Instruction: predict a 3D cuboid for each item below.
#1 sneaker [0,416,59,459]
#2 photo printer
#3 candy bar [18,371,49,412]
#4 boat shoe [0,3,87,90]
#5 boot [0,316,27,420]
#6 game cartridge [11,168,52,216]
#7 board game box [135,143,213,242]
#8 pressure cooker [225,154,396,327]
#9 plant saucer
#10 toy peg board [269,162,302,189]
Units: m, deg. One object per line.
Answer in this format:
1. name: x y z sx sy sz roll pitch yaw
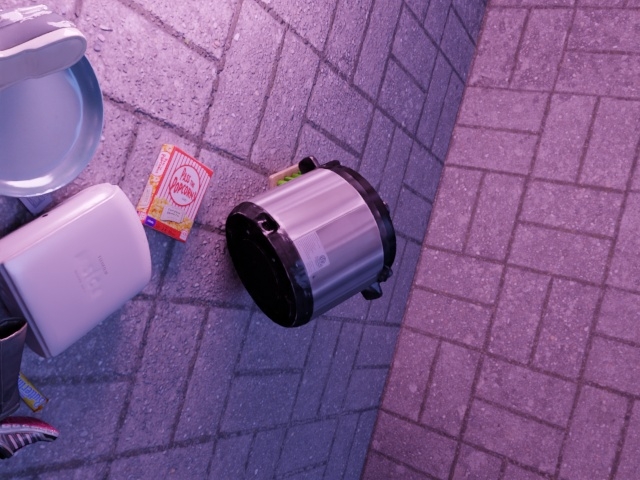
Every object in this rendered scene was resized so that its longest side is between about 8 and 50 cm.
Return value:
1. sneaker: -0.606 0.394 1.170 0.170 0.063 0.074 29 77 -53
2. photo printer: -0.481 0.047 1.184 0.307 0.107 0.256 -43 136 -41
3. candy bar: -0.599 0.289 1.180 0.040 0.018 0.161 -51 140 -34
4. boat shoe: -0.534 -0.299 0.925 0.319 0.099 0.116 -33 172 -38
5. boot: -0.606 0.255 1.045 0.189 0.076 0.208 -45 163 -56
6. game cartridge: -0.547 -0.092 1.113 0.056 0.017 0.083 -52 141 -28
7. board game box: -0.346 -0.109 1.396 0.147 0.045 0.193 33 74 -57
8. pressure cooker: 0.003 0.001 1.604 0.420 0.375 0.369 -29 136 -27
9. plant saucer: -0.531 -0.235 1.038 0.318 0.044 0.317 -22 118 -51
10. toy peg board: -0.072 -0.135 1.792 0.161 0.079 0.160 -32 128 -48
